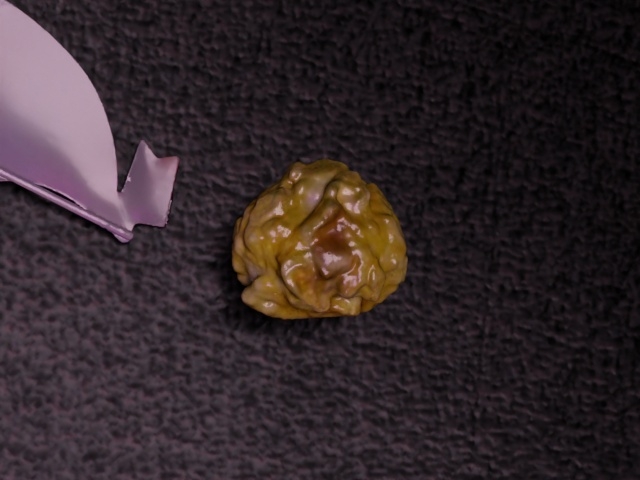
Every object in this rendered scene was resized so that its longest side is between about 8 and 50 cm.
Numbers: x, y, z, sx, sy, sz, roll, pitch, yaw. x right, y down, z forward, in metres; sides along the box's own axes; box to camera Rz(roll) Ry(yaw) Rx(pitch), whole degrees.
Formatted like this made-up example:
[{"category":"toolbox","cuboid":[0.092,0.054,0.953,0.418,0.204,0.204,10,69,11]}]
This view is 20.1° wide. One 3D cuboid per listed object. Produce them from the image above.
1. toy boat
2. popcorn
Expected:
[{"category":"toy boat","cuboid":[-0.245,-0.118,1.234,0.318,0.072,0.219,5,83,-17]},{"category":"popcorn","cuboid":[0.000,0.000,1.250,0.120,0.116,0.106,16,114,19]}]
